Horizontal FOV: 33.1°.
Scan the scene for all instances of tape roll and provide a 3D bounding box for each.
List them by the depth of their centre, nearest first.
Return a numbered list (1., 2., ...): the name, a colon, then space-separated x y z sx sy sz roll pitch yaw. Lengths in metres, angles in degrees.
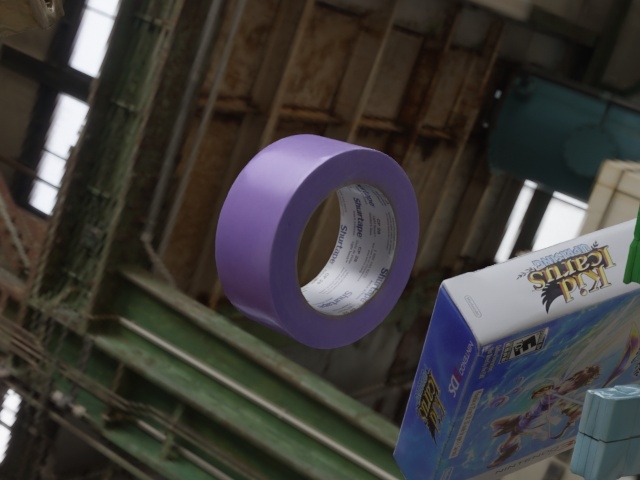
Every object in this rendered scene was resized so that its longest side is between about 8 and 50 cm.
1. tape roll: 0.000 0.000 1.002 0.189 0.080 0.188 -16 -67 -40

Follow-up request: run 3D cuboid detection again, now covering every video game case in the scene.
1. video game case: 0.192 0.091 0.837 0.244 0.061 0.269 -19 -32 -17

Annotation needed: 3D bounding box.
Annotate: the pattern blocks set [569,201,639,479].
1. pattern blocks set: 0.266 0.044 0.636 0.325 0.026 0.285 14 -86 -42

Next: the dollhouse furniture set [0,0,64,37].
1. dollhouse furniture set: -0.399 -0.293 1.178 0.101 0.182 0.160 -91 -14 -68
